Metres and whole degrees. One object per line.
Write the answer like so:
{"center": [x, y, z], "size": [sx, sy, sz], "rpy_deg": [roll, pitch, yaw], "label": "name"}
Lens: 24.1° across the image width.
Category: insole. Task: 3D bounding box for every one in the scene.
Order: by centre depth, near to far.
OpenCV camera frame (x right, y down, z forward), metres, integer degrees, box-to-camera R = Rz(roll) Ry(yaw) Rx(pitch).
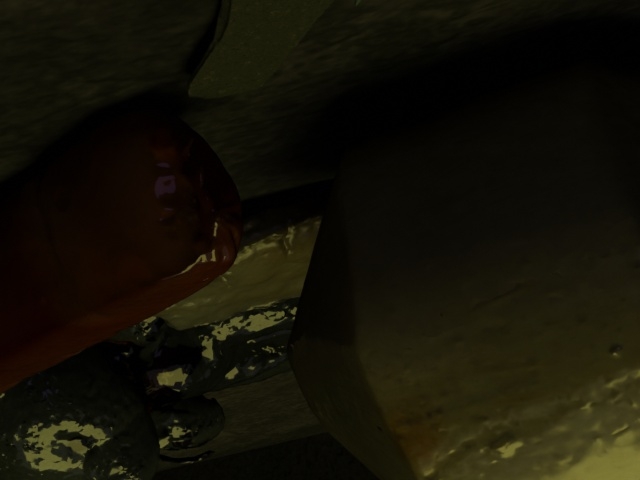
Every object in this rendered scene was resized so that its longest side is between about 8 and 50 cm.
{"center": [-0.020, -0.105, 0.664], "size": [0.063, 0.010, 0.192], "rpy_deg": [-12, 167, -22], "label": "insole"}

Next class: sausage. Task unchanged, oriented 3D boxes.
{"center": [-0.154, 0.019, 0.864], "size": [0.094, 0.097, 0.348], "rpy_deg": [-17, 173, -46], "label": "sausage"}

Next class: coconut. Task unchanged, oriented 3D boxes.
{"center": [0.129, 0.050, 0.907], "size": [0.323, 0.323, 0.323], "rpy_deg": [-15, 168, -3], "label": "coconut"}

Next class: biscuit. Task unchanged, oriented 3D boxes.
{"center": [0.001, 0.002, 1.085], "size": [0.290, 0.038, 0.141], "rpy_deg": [-14, 159, -29], "label": "biscuit"}

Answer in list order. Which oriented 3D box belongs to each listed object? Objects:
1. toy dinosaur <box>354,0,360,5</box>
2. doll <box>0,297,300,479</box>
{"center": [-0.011, -0.105, 0.605], "size": [0.062, 0.021, 0.083], "rpy_deg": [-9, 163, -1], "label": "toy dinosaur"}
{"center": [-0.130, 0.115, 1.184], "size": [0.341, 0.158, 0.246], "rpy_deg": [-10, 146, -15], "label": "doll"}
